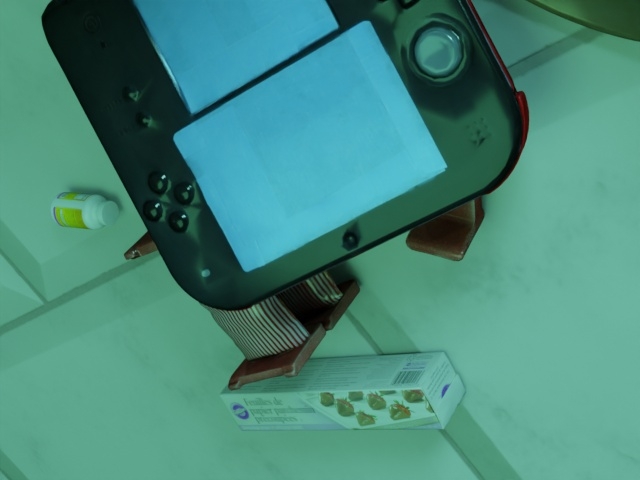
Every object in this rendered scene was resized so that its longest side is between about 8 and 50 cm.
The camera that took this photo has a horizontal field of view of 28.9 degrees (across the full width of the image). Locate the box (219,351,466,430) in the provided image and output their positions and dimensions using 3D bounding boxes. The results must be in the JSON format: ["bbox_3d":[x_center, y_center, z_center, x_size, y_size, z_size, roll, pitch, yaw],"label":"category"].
[{"bbox_3d":[0.019,0.180,1.464,0.324,0.067,0.063,-9,120,41],"label":"box"}]

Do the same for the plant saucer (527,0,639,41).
[{"bbox_3d":[0.186,-0.227,0.883,0.277,0.041,0.278,27,172,4],"label":"plant saucer"}]

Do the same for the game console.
[{"bbox_3d":[-0.040,-0.141,1.093,0.386,0.060,0.342,-26,97,29],"label":"game console"}]

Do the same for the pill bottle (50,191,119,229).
[{"bbox_3d":[-0.286,-0.036,1.517,0.083,0.043,0.043,6,130,35],"label":"pill bottle"}]

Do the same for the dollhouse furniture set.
[{"bbox_3d":[0.000,0.000,1.242,0.374,0.152,0.201,-22,111,47],"label":"dollhouse furniture set"}]
